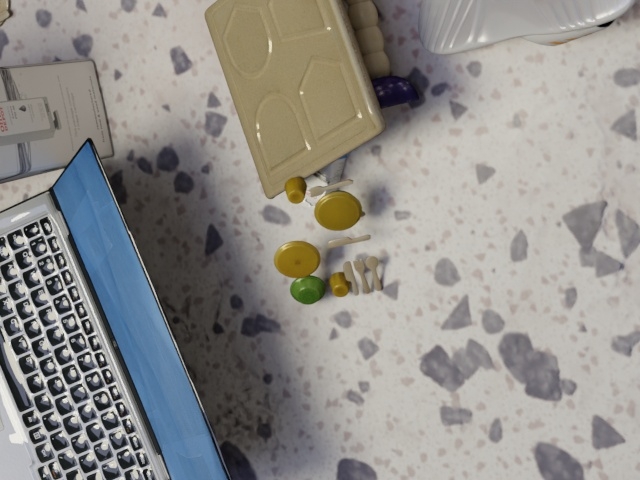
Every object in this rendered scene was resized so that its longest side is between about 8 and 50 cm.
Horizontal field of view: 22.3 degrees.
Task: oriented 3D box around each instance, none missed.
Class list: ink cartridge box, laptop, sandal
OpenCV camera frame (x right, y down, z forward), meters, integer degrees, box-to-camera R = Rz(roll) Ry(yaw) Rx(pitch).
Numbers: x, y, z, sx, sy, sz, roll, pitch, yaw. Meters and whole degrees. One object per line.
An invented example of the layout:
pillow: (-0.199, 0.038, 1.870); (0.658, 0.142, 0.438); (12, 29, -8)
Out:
ink cartridge box: (-0.006, -0.068, 1.677); (0.048, 0.028, 0.083); (23, 109, 23)
laptop: (-0.303, 0.142, 1.738); (0.408, 0.236, 0.382); (-23, 87, 15)
ink cartridge box: (-0.390, -0.110, 1.720); (0.207, 0.283, 0.117); (-11, 93, 28)
sandal: (0.205, -0.230, 1.525); (0.265, 0.076, 0.102); (-7, 80, 48)

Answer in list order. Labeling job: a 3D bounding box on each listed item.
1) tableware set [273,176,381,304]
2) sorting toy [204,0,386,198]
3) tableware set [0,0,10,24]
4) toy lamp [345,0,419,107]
tableware set: (0.000, 0.000, 1.648); (0.104, 0.024, 0.154); (-13, 127, 6)
sorting toy: (-0.039, -0.217, 1.619); (0.229, 0.041, 0.307); (-30, 77, 54)
tableware set: (-0.424, -0.308, 1.853); (0.141, 0.020, 0.168); (-8, 95, 28)
toy lamp: (0.029, -0.263, 1.599); (0.080, 0.080, 0.274); (-11, 93, 28)
